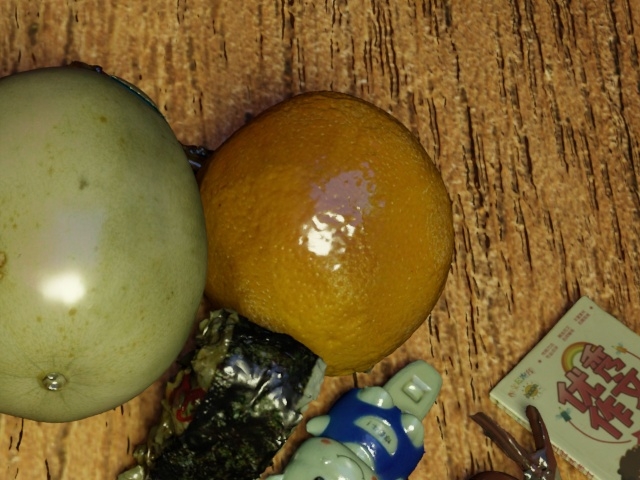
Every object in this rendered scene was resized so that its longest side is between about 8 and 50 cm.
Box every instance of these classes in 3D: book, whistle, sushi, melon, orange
[{"bbox_3d":[0.308,0.175,1.532,0.232,0.022,0.162,39,62,20],"label":"book"},{"bbox_3d":[0.039,0.193,1.402,0.110,0.092,0.244,41,54,7],"label":"whistle"},{"bbox_3d":[-0.080,0.142,1.302,0.115,0.212,0.147,30,45,-2],"label":"sushi"},{"bbox_3d":[-0.228,-0.004,1.282,0.269,0.268,0.330,9,42,-21],"label":"melon"},{"bbox_3d":[0.000,0.000,1.399,0.264,0.264,0.264,12,57,-19],"label":"orange"}]

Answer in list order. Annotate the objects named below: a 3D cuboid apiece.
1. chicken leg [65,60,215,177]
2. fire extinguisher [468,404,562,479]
[{"bbox_3d":[-0.179,-0.094,1.485,0.252,0.087,0.107,24,71,-19],"label":"chicken leg"},{"bbox_3d":[0.117,0.272,1.379,0.337,0.106,0.147,-34,92,-37],"label":"fire extinguisher"}]
